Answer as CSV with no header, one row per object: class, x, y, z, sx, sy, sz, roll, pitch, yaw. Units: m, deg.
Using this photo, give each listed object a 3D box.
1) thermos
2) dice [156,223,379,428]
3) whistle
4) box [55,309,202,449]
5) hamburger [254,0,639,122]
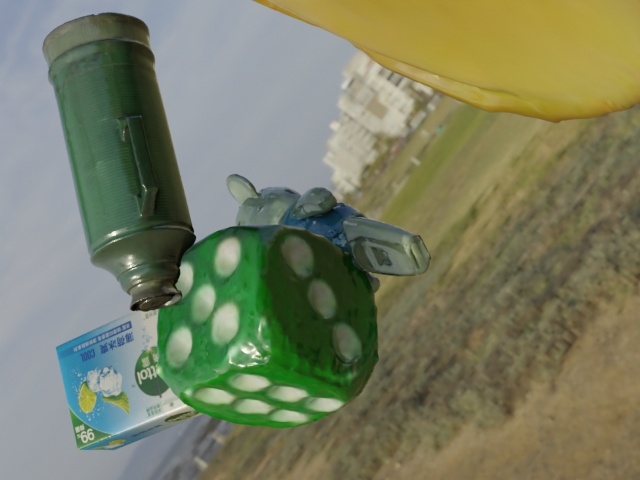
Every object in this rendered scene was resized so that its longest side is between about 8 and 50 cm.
thermos,-0.122,-0.049,0.729,0.083,0.188,0.073,-26,-19,32
dice,-0.041,0.068,0.857,0.131,0.128,0.120,-26,53,38
whistle,0.000,0.000,0.970,0.077,0.114,0.235,-42,32,-26
box,-0.222,0.166,1.405,0.194,0.139,0.073,-25,-19,23
hamburger,0.052,-0.262,0.519,0.278,0.395,0.396,-64,1,-6
